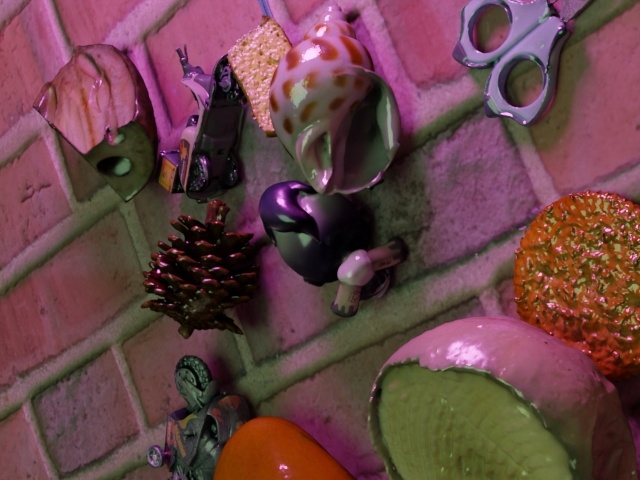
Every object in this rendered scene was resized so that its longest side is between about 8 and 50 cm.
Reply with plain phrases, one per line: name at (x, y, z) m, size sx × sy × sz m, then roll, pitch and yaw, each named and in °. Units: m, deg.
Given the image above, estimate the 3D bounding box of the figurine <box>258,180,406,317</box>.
figurine at (0.000, 0.000, 2.002) m, size 0.222 × 0.145 × 0.145 m, roll 41°, pitch 122°, yaw 28°

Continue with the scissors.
scissors at (0.309, -0.297, 1.731) m, size 0.360 × 0.029 × 0.191 m, roll -41°, pitch 66°, yaw 40°

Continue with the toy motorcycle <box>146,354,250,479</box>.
toy motorcycle at (-0.190, 0.347, 2.268) m, size 0.173 × 0.108 × 0.307 m, roll 16°, pitch 109°, yaw 37°

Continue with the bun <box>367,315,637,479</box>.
bun at (0.249, 0.246, 1.737) m, size 0.364 × 0.202 × 0.364 m, roll 26°, pitch 135°, yaw 30°

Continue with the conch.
conch at (0.016, -0.204, 1.952) m, size 0.149 × 0.183 × 0.275 m, roll -154°, pitch 69°, yaw -74°

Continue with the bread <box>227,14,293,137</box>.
bread at (-0.071, -0.241, 2.067) m, size 0.103 × 0.065 × 0.187 m, roll -28°, pitch 80°, yaw 3°

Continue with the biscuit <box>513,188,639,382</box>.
biscuit at (0.346, 0.061, 1.740) m, size 0.254 × 0.035 × 0.254 m, roll 8°, pitch 101°, yaw 43°

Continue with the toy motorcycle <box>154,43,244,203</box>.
toy motorcycle at (-0.186, -0.185, 2.198) m, size 0.157 × 0.091 × 0.263 m, roll 36°, pitch 122°, yaw 41°

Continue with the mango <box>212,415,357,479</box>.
mango at (-0.025, 0.462, 2.036) m, size 0.445 × 0.232 × 0.300 m, roll 57°, pitch 134°, yaw 31°

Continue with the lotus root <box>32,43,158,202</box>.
lotus root at (-0.358, -0.203, 2.339) m, size 0.210 × 0.142 × 0.314 m, roll -43°, pitch 42°, yaw 11°

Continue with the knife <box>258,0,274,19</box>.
knife at (-0.090, -0.368, 2.131) m, size 0.027 × 0.010 × 0.096 m, roll -31°, pitch 74°, yaw 43°

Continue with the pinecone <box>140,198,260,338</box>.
pinecone at (-0.181, 0.046, 2.167) m, size 0.168 × 0.185 × 0.212 m, roll 39°, pitch 106°, yaw 51°
